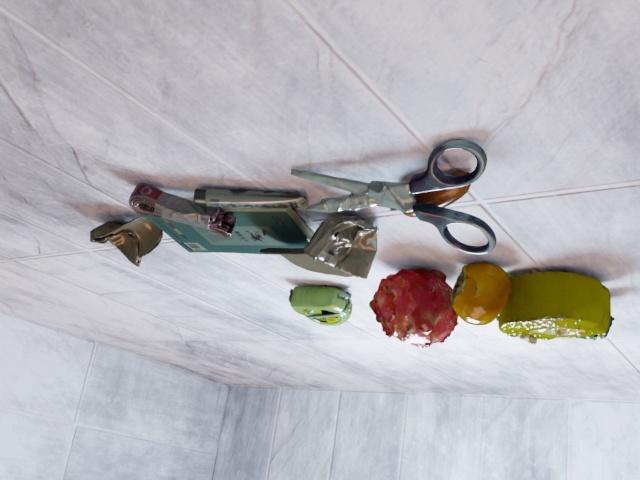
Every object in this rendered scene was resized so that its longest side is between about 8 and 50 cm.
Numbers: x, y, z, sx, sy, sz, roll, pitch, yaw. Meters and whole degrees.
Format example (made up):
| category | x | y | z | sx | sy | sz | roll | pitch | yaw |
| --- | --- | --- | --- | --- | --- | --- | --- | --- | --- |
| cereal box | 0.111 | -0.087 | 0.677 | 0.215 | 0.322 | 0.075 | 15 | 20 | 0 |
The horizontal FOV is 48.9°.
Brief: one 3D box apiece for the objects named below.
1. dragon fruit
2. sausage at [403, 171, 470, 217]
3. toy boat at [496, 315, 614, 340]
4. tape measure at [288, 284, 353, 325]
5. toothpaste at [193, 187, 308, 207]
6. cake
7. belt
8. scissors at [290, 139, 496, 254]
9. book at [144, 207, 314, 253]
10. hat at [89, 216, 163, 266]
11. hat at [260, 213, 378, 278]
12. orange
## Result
| category | x | y | z | sx | sy | sz | roll | pitch | yaw |
| --- | --- | --- | --- | --- | --- | --- | --- | --- | --- |
| dragon fruit | 0.258 | 0.173 | 1.774 | 0.268 | 0.210 | 0.205 | 27 | -164 | -38 |
| sausage | 0.210 | -0.082 | 1.309 | 0.062 | 0.054 | 0.183 | 16 | 156 | -38 |
| toy boat | 0.610 | 0.196 | 1.826 | 0.292 | 0.109 | 0.099 | -1 | -170 | 39 |
| tape measure | 0.016 | 0.189 | 2.059 | 0.177 | 0.088 | 0.154 | -1 | 146 | 20 |
| toothpaste | -0.146 | -0.086 | 1.468 | 0.239 | 0.039 | 0.062 | 3 | 163 | 9 |
| cake | 0.550 | 0.159 | 1.686 | 0.179 | 0.156 | 0.260 | 15 | 158 | -35 |
| belt | -0.297 | -0.066 | 1.521 | 0.232 | 0.053 | 0.071 | 16 | 142 | -2 |
| scissors | 0.124 | -0.085 | 1.290 | 0.383 | 0.029 | 0.256 | 7 | 137 | 25 |
| book | -0.203 | -0.023 | 1.668 | 0.379 | 0.031 | 0.264 | 1 | 158 | 19 |
| hat | -0.468 | -0.019 | 1.756 | 0.175 | 0.085 | 0.147 | -29 | 132 | 24 |
| hat | 0.000 | 0.000 | 1.562 | 0.244 | 0.149 | 0.214 | 20 | 177 | 37 |
| orange | 0.375 | 0.123 | 1.661 | 0.134 | 0.155 | 0.155 | 34 | 168 | 21 |
